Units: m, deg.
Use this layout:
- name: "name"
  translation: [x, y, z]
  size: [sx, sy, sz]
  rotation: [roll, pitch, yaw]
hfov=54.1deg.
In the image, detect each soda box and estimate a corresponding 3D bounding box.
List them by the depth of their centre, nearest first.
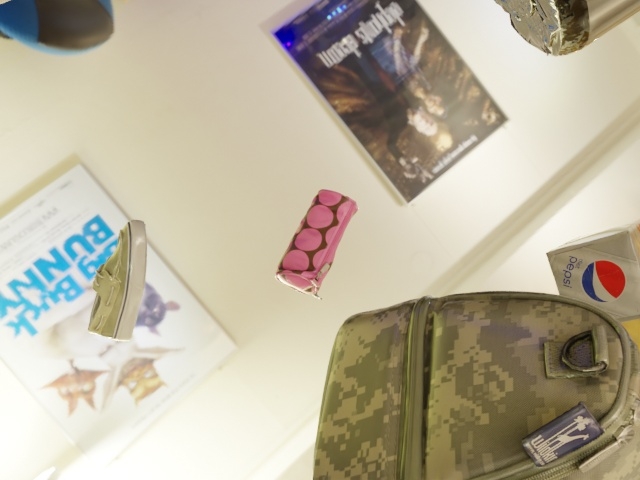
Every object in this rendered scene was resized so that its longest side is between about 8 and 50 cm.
- name: "soda box"
  translation: [0.368, 0.034, 0.791]
  size: [0.091, 0.098, 0.286]
  rotation: [-19, 174, 30]

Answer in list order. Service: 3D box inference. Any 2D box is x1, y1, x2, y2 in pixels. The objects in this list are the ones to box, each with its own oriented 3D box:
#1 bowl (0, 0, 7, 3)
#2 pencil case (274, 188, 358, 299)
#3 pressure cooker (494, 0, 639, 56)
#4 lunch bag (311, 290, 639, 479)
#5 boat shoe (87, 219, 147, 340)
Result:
- name: "bowl"
  translation: [-0.304, -0.267, 0.565]
  size: [0.170, 0.080, 0.170]
  rotation: [-31, -168, 7]
- name: "pencil case"
  translation: [0.000, 0.000, 1.171]
  size: [0.098, 0.095, 0.209]
  rotation: [-13, -133, 53]
- name: "pressure cooker"
  translation: [0.443, -0.539, 0.938]
  size: [0.420, 0.375, 0.370]
  rotation: [-32, 158, 10]
- name: "lunch bag"
  translation: [0.174, 0.181, 0.548]
  size: [0.256, 0.305, 0.212]
  rotation: [-18, -136, 32]
- name: "boat shoe"
  translation: [-0.410, 0.090, 1.263]
  size: [0.109, 0.094, 0.302]
  rotation: [-115, -143, -51]
